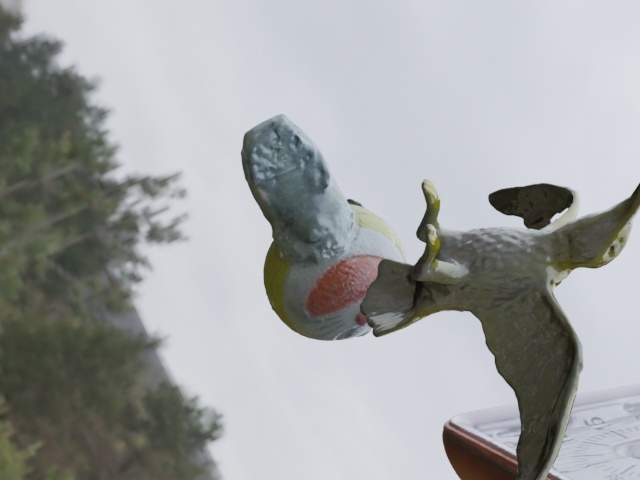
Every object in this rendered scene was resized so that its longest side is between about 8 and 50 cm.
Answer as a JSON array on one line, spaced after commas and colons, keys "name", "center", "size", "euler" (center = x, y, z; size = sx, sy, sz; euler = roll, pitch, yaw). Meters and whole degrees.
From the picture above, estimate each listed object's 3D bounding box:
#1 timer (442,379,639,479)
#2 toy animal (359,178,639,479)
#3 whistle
[{"name": "timer", "center": [0.248, 0.189, 1.105], "size": [0.257, 0.250, 0.161], "euler": [-161, -100, -66]}, {"name": "toy animal", "center": [0.085, 0.011, 0.686], "size": [0.155, 0.095, 0.219], "euler": [118, -15, -50]}, {"name": "whistle", "center": [0.000, 0.000, 1.168], "size": [0.123, 0.123, 0.223], "euler": [46, -15, 52]}]
